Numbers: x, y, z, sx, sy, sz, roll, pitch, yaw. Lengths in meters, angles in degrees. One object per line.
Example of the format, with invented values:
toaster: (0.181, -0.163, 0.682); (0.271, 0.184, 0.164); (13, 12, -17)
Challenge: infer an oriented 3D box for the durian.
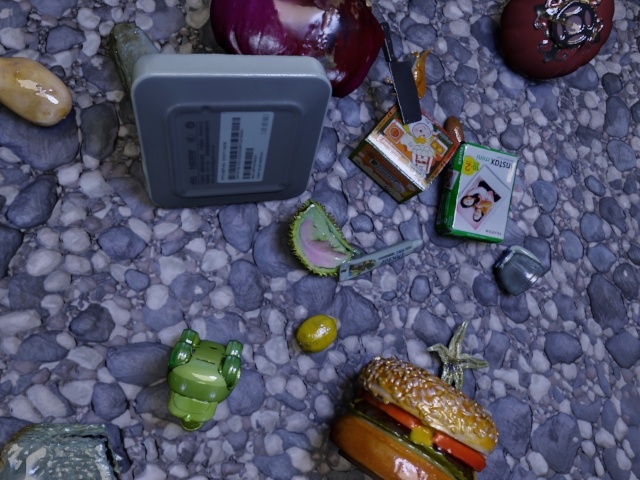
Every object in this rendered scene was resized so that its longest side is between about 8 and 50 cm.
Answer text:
durian: (-0.005, -0.001, 1.119); (0.137, 0.095, 0.220); (-43, 117, 2)

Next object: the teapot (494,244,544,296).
teapot: (0.540, 0.068, 1.253); (0.149, 0.111, 0.108); (-43, 79, -13)

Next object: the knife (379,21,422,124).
knife: (0.194, -0.404, 1.115); (0.072, 0.019, 0.245); (-21, 97, -30)

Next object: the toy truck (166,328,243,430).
toy truck: (-0.248, 0.296, 0.950); (0.148, 0.187, 0.210); (18, 76, -6)

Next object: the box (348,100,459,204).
box: (0.214, -0.232, 1.193); (0.195, 0.148, 0.177); (42, 71, -5)

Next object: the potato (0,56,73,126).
potato: (-0.624, -0.324, 0.998); (0.178, 0.109, 0.118); (36, 51, -12)

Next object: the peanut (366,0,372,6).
peanut: (0.092, -0.660, 1.287); (0.113, 0.054, 0.054); (16, 76, -12)

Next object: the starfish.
starfish: (0.350, 0.312, 1.186); (0.217, 0.050, 0.223); (17, 88, -18)

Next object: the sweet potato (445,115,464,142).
sweet potato: (0.391, -0.248, 1.300); (0.050, 0.050, 0.214); (-14, 88, -17)

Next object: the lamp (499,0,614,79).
lamp: (0.674, -0.623, 1.328); (0.303, 0.257, 0.303); (1, 115, 2)

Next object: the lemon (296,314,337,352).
lemon: (-0.006, 0.217, 1.088); (0.111, 0.082, 0.082); (-30, 89, -18)

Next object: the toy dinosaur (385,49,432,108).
toy dinosaur: (0.264, -0.451, 1.295); (0.212, 0.057, 0.142); (-26, 100, -17)

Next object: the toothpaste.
toothpaste: (0.157, 0.042, 1.176); (0.255, 0.067, 0.037); (-18, 48, -24)

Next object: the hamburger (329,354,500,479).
hamburger: (0.197, 0.407, 0.987); (0.330, 0.330, 0.250); (37, 71, -7)

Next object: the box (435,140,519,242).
box: (0.411, -0.125, 1.232); (0.180, 0.103, 0.250); (10, 90, -14)

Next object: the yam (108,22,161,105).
yam: (-0.390, -0.352, 1.064); (0.133, 0.133, 0.330); (-27, 84, -18)

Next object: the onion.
onion: (-0.088, -0.418, 1.081); (0.398, 0.398, 0.420); (25, 119, -10)

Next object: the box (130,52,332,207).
box: (-0.185, -0.208, 0.968); (0.373, 0.367, 0.090); (-7, 57, -17)

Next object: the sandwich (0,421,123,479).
sandwich: (-0.515, 0.505, 0.869); (0.262, 0.131, 0.325); (35, 72, -6)
